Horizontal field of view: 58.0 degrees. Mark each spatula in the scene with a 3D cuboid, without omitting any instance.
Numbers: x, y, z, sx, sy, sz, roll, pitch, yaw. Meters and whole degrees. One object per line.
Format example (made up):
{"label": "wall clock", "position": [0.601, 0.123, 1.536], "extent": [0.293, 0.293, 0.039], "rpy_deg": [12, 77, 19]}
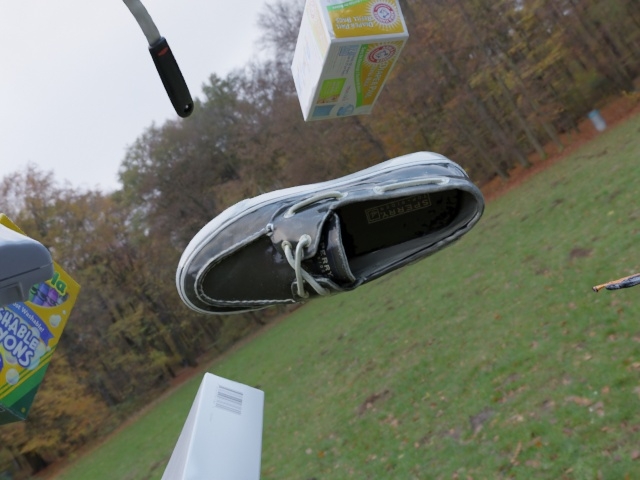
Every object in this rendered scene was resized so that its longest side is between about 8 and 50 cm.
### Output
{"label": "spatula", "position": [-0.202, -0.247, 0.655], "extent": [0.084, 0.030, 0.296], "rpy_deg": [-48, -31, -20]}

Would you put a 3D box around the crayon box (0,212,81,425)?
{"label": "crayon box", "position": [-0.519, 0.106, 0.940], "extent": [0.083, 0.203, 0.323], "rpy_deg": [-16, 42, 16]}

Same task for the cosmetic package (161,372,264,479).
{"label": "cosmetic package", "position": [-0.161, 0.384, 0.664], "extent": [0.377, 0.097, 0.285], "rpy_deg": [-97, 32, -67]}

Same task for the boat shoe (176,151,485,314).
{"label": "boat shoe", "position": [0.000, 0.000, 0.389], "extent": [0.219, 0.078, 0.070], "rpy_deg": [-23, 20, 5]}

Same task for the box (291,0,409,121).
{"label": "box", "position": [0.034, -0.271, 0.832], "extent": [0.114, 0.103, 0.203], "rpy_deg": [-11, -15, -13]}

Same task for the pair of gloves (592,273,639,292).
{"label": "pair of gloves", "position": [0.353, 0.046, 0.651], "extent": [0.074, 0.010, 0.083], "rpy_deg": [-19, -9, 9]}

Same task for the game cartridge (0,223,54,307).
{"label": "game cartridge", "position": [-0.362, 0.038, 0.377], "extent": [0.196, 0.060, 0.294], "rpy_deg": [11, 24, 38]}
